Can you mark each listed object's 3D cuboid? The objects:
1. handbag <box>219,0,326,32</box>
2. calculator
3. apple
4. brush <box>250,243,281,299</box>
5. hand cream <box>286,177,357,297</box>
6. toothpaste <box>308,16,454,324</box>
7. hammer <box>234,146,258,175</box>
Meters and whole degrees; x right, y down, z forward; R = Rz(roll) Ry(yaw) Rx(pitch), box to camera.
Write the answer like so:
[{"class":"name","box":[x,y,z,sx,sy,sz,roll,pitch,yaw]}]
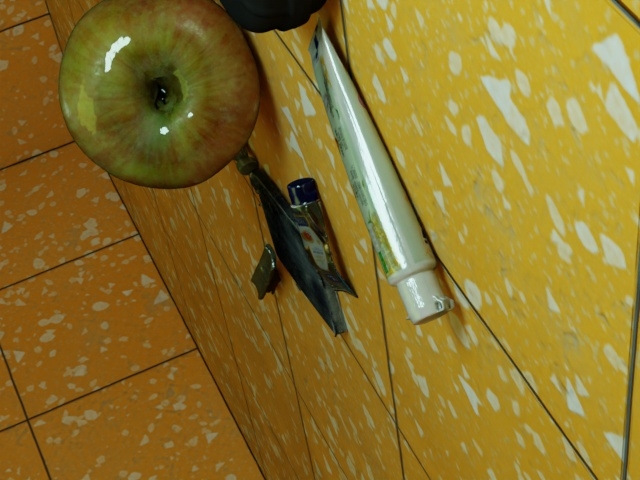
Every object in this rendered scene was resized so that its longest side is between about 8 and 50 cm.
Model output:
[{"class":"handbag","box":[-0.076,-0.337,1.333,0.308,0.093,0.254,88,156,-59]},{"class":"calculator","box":[-0.034,0.012,1.976,0.262,0.021,0.161,-128,19,-54]},{"class":"apple","box":[-0.203,-0.197,1.803,0.264,0.264,0.264,158,90,-78]},{"class":"brush","box":[-0.080,0.047,2.200,0.043,0.036,0.248,64,168,10]},{"class":"hand cream","box":[0.000,0.000,1.764,0.062,0.039,0.163,10,125,58]},{"class":"toothpaste","box":[0.048,-0.066,1.393,0.056,0.058,0.314,-2,-113,-55]},{"class":"hammer","box":[-0.141,-0.226,1.985,0.288,0.033,0.111,81,162,-46]}]
